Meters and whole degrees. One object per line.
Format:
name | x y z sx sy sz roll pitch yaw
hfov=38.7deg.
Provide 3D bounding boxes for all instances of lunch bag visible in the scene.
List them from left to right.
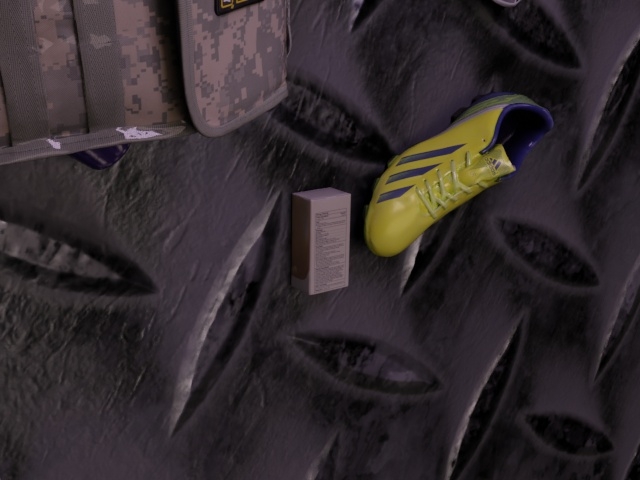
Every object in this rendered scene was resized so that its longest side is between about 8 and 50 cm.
lunch bag | -0.149 -0.197 0.669 0.287 0.169 0.235 -12 121 -19

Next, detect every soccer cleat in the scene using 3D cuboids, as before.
soccer cleat | 0.168 -0.085 1.112 0.289 0.121 0.093 -43 126 -20

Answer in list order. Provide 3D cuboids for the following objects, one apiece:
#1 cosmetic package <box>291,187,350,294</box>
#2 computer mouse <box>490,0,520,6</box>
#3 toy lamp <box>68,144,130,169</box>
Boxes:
cosmetic package | 0.000 0.000 1.060 0.060 0.041 0.115 -9 109 -35
computer mouse | 0.171 -0.335 1.091 0.193 0.042 0.106 20 86 -35
toy lamp | -0.266 -0.168 0.779 0.080 0.080 0.274 -50 125 -15
